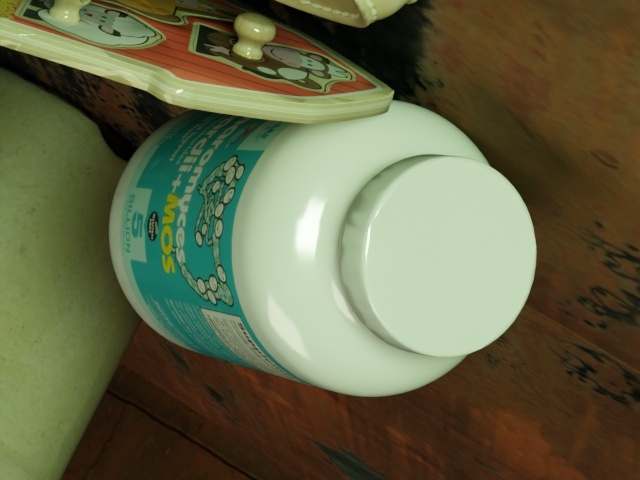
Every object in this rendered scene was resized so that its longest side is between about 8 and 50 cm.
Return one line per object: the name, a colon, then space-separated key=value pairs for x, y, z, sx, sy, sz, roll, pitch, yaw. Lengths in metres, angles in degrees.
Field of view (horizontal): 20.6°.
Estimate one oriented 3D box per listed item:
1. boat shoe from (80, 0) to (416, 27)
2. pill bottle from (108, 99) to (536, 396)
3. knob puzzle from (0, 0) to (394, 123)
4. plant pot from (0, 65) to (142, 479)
boat shoe: x=-0.092 y=-0.143 z=0.719 sx=0.302 sy=0.098 sz=0.109 roll=28 pitch=166 yaw=26
pill bottle: x=0.000 y=0.000 z=0.906 sx=0.146 sy=0.146 sz=0.264 roll=40 pitch=165 yaw=-23
knob puzzle: x=-0.057 y=-0.100 z=0.805 sx=0.213 sy=0.030 sz=0.213 roll=17 pitch=-162 yaw=-6
plant pot: x=-0.273 y=0.043 z=1.368 sx=0.334 sy=0.305 sz=0.334 roll=32 pitch=167 yaw=8
